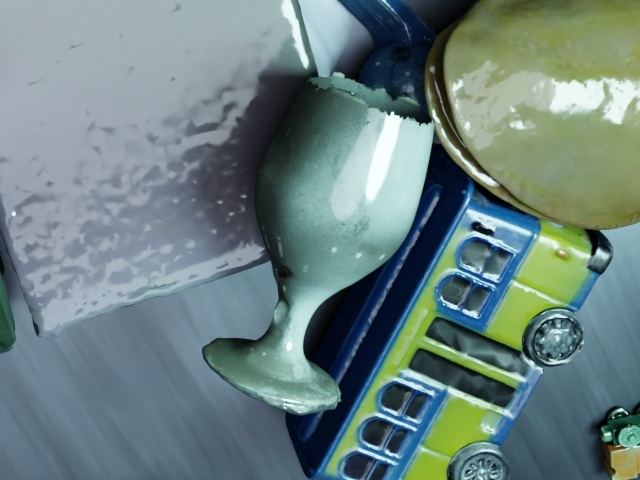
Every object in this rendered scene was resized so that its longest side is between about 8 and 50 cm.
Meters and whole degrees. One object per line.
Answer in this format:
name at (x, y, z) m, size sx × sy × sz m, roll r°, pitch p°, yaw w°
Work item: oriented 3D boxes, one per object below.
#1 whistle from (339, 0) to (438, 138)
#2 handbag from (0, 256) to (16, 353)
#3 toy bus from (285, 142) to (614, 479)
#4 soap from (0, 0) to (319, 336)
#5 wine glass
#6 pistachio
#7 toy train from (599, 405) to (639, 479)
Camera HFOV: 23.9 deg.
whistle at (0.059, -0.138, 1.236) m, size 0.090 × 0.090 × 0.158 m, roll -45°, pitch 110°, yaw 6°
handbag at (-0.366, 0.017, 1.134) m, size 0.247 × 0.260 × 0.079 m, roll -6°, pitch 65°, yaw -6°
toy bus at (0.105, 0.083, 1.288) m, size 0.175 × 0.138 × 0.288 m, roll 23°, pitch 103°, yaw -17°
soap at (-0.138, -0.104, 1.200) m, size 0.285 × 0.107 × 0.296 m, roll -16°, pitch 110°, yaw -5°
wine glass at (0.000, 0.000, 1.145) m, size 0.126 × 0.126 × 0.241 m, roll 17°, pitch 103°, yaw -15°
pistachio at (0.199, -0.109, 1.206) m, size 0.260 × 0.163 × 0.213 m, roll -15°, pitch 87°, yaw -26°
toy train at (0.312, 0.184, 1.409) m, size 0.103 × 0.044 × 0.064 m, roll -12°, pitch 113°, yaw -4°
